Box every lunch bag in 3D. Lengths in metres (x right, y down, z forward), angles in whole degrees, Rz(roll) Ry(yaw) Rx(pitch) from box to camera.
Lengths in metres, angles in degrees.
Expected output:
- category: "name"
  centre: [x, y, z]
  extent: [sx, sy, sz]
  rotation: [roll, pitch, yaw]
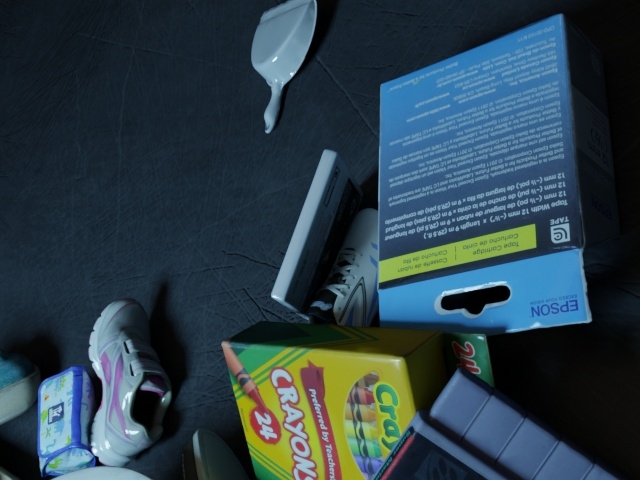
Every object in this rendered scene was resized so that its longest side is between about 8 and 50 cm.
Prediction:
- category: "lunch bag"
  centre: [-0.379, 0.277, 1.334]
  extent: [0.151, 0.096, 0.128]
  rotation: [127, 140, -51]

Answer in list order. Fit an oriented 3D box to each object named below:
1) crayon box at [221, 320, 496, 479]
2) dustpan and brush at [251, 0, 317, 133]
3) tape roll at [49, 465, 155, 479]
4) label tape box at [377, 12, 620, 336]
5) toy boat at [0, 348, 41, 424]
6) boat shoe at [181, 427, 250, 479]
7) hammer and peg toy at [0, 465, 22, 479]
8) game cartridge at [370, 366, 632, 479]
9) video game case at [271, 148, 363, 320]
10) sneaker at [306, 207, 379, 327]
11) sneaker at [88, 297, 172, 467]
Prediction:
- category: "crayon box"
  centre: [0.044, 0.197, 0.964]
  extent: [0.318, 0.081, 0.202]
  rotation: [-3, 105, 41]
- category: "dustpan and brush"
  centre: [-0.066, -0.272, 1.380]
  extent: [0.147, 0.060, 0.211]
  rotation: [-4, 61, 52]
- category: "tape roll"
  centre: [-0.275, 0.450, 0.987]
  extent: [0.392, 0.072, 0.392]
  rotation: [-16, 51, 21]
- category: "label tape box"
  centre: [0.195, -0.048, 0.995]
  extent: [0.249, 0.115, 0.347]
  rotation: [-15, 64, 37]
- category: "toy boat"
  centre: [-0.637, 0.253, 1.526]
  extent: [0.318, 0.267, 0.148]
  rotation: [0, 111, 62]
- category: "boat shoe"
  centre: [-0.121, 0.376, 1.078]
  extent: [0.091, 0.109, 0.305]
  rotation: [-38, 53, 16]
- category: "hammer and peg toy"
  centre: [-0.630, 0.480, 1.474]
  extent: [0.361, 0.127, 0.266]
  rotation: [8, 78, 44]
- category: "game cartridge"
  centre: [0.123, 0.324, 0.833]
  extent: [0.230, 0.068, 0.355]
  rotation: [33, 96, 2]
- category: "video game case"
  centre: [0.000, 0.000, 1.108]
  extent: [0.022, 0.173, 0.190]
  rotation: [17, 81, 17]
- category: "sneaker"
  centre: [0.033, 0.066, 1.104]
  extent: [0.085, 0.086, 0.237]
  rotation: [3, 72, 44]
- category: "sneaker"
  centre: [-0.271, 0.203, 1.310]
  extent: [0.111, 0.103, 0.252]
  rotation: [-20, 66, 33]
